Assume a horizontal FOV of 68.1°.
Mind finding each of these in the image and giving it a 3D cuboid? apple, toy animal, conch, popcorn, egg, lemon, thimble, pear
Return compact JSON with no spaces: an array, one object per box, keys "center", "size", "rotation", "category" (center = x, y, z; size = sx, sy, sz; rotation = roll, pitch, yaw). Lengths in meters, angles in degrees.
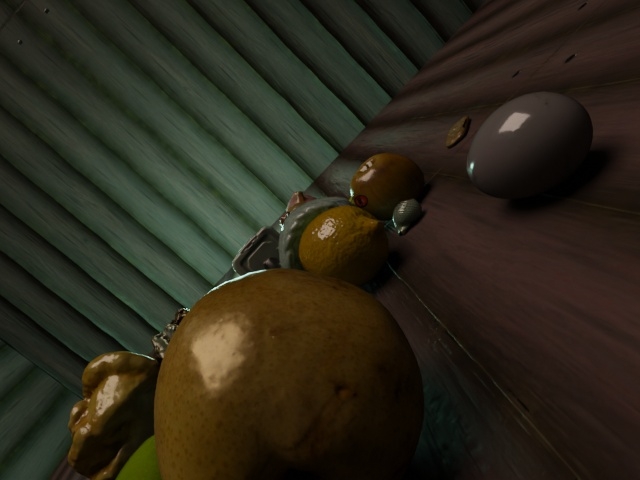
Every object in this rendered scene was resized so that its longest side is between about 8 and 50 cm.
[{"center":[0.165,-0.140,1.210],"size":[0.182,0.155,0.182],"rotation":[-45,9,9],"category":"apple"},{"center":[-0.067,-0.094,1.902],"size":[0.169,0.195,0.281],"rotation":[-3,18,8],"category":"toy animal"},{"center":[0.194,-0.059,1.095],"size":[0.085,0.056,0.076],"rotation":[-48,-1,-6],"category":"conch"},{"center":[-0.441,0.430,1.130],"size":[0.281,0.297,0.316],"rotation":[-21,57,32],"category":"popcorn"},{"center":[0.309,-0.139,0.719],"size":[0.146,0.146,0.198],"rotation":[-53,6,-27],"category":"egg"},{"center":[0.048,0.019,1.024],"size":[0.244,0.187,0.187],"rotation":[-41,13,45],"category":"lemon"},{"center":[0.000,0.000,1.204],"size":[0.250,0.205,0.172],"rotation":[-45,13,5],"category":"thimble"},{"center":[-0.034,0.176,0.540],"size":[0.314,0.314,0.314],"rotation":[-44,12,12],"category":"pear"}]

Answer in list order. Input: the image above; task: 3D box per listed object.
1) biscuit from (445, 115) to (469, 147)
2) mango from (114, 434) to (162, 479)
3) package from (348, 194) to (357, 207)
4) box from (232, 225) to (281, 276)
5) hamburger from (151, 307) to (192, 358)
[{"center":[0.383,-0.305,1.324],"size":[0.071,0.018,0.147],"rotation":[-40,15,41],"category":"biscuit"},{"center":[-0.289,0.471,0.795],"size":[0.192,0.156,0.343],"rotation":[-46,13,11],"category":"mango"},{"center":[0.157,-0.149,1.425],"size":[0.226,0.090,0.168],"rotation":[-44,10,26],"category":"package"},{"center":[-0.121,0.085,1.349],"size":[0.162,0.227,0.130],"rotation":[-49,-5,-6],"category":"box"},{"center":[-0.319,0.309,1.315],"size":[0.167,0.288,0.192],"rotation":[-45,44,-8],"category":"hamburger"}]
